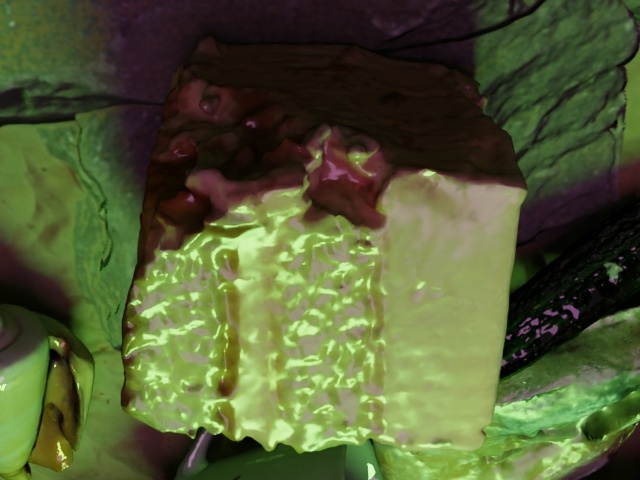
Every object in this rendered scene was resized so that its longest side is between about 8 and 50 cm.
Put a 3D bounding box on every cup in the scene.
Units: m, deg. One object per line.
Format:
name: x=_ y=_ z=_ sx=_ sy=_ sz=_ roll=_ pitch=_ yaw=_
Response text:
cup: x=-0.063 y=0.263 z=1.421 sx=0.234 sy=0.186 sz=0.258 roll=-10 pitch=91 yaw=13

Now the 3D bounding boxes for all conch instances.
conch: x=-0.312 y=0.141 z=1.372 sx=0.158 sy=0.127 sz=0.255 roll=-21 pitch=148 yaw=-23

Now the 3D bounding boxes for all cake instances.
cake: x=0.000 y=0.000 z=1.175 sx=0.307 sy=0.314 sz=0.293 roll=5 pitch=118 yaw=-3

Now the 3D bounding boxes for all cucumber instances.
cucumber: x=0.228 y=0.058 z=1.314 sx=0.241 sy=0.074 sz=0.074 roll=-37 pitch=116 yaw=0

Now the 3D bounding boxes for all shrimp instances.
shrimp: x=0.263 y=0.164 z=1.400 sx=0.446 sy=0.110 sz=0.221 roll=-25 pitch=124 yaw=16
